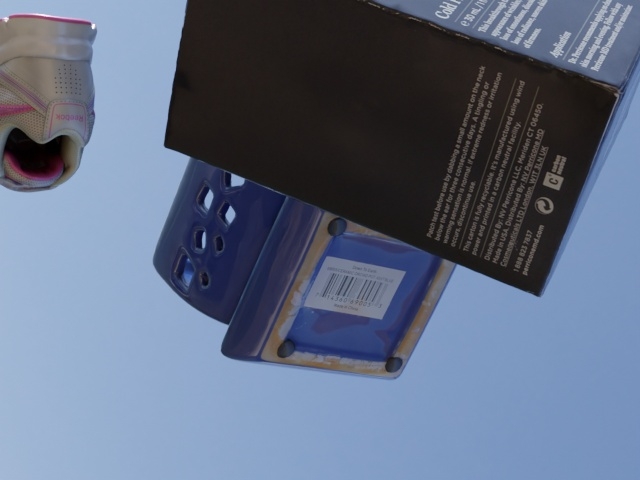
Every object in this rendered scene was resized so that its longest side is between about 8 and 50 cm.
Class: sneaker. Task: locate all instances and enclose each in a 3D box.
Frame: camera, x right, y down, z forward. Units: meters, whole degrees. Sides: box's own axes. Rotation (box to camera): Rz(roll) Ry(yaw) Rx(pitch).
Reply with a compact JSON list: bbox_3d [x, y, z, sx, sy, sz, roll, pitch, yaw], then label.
[{"bbox_3d":[-0.259,-0.087,1.115,0.252,0.103,0.111,-35,-121,56],"label":"sneaker"}]

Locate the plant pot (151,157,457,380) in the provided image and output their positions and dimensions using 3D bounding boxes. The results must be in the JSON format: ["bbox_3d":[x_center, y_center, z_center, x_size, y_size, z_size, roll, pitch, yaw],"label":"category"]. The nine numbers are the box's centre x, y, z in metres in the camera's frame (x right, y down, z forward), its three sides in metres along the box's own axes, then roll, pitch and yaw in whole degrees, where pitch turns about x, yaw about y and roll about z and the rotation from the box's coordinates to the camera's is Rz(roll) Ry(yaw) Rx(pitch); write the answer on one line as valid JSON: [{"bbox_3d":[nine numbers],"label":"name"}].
[{"bbox_3d":[0.000,0.000,1.310,0.236,0.236,0.212,-64,-145,21],"label":"plant pot"}]

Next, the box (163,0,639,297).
[{"bbox_3d":[0.096,-0.160,1.072,0.312,0.343,0.179,23,-56,11],"label":"box"}]
